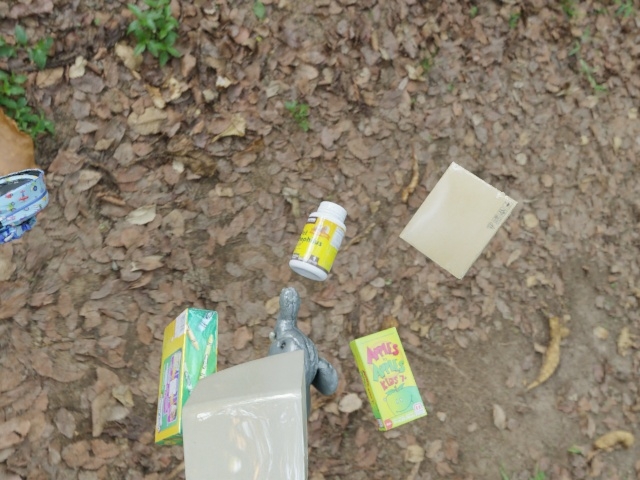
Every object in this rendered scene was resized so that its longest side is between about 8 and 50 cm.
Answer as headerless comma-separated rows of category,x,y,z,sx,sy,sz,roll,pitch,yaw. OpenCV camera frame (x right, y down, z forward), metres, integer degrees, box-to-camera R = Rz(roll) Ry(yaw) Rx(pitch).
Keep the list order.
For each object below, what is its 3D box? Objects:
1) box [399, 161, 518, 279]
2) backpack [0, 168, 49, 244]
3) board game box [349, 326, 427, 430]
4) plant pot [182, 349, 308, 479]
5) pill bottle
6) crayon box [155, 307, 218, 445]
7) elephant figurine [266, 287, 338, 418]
box,0.292,-0.043,1.182,0.164,0.021,0.201,37,97,19
backpack,-0.620,-0.068,1.098,0.173,0.158,0.116,-25,114,-7
board game box,0.134,0.276,1.107,0.092,0.043,0.181,-15,76,-18
plant pot,-0.060,0.161,0.468,0.096,0.109,0.108,-2,96,0
pill bottle,0.000,0.000,1.600,0.117,0.117,0.214,30,72,-24
crayon box,-0.306,0.314,1.268,0.081,0.165,0.278,13,59,-29
elephant figurine,-0.056,0.243,1.006,0.186,0.239,0.169,31,36,-5
